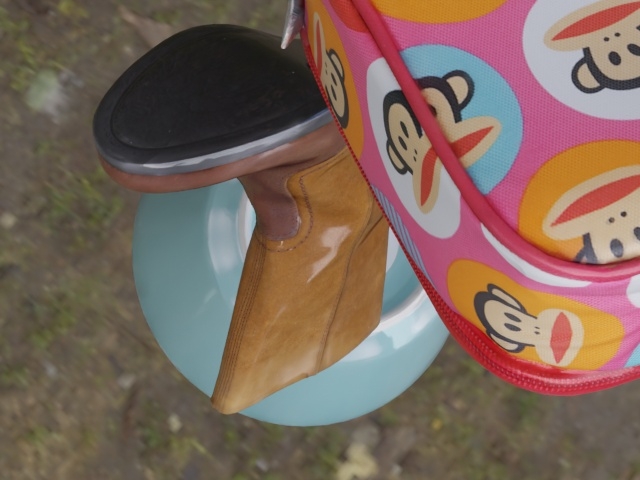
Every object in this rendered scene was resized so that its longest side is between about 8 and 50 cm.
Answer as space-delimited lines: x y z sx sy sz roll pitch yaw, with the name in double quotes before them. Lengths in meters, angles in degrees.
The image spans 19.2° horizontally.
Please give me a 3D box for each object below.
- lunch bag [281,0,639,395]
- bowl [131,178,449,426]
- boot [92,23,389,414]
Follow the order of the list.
"lunch bag" 0.139 -0.103 0.696 0.293 0.258 0.120 -21 151 -11
"bowl" 0.000 0.000 1.639 0.312 0.163 0.311 2 81 -12
"boot" -0.040 -0.008 1.124 0.264 0.096 0.280 -34 151 -42
